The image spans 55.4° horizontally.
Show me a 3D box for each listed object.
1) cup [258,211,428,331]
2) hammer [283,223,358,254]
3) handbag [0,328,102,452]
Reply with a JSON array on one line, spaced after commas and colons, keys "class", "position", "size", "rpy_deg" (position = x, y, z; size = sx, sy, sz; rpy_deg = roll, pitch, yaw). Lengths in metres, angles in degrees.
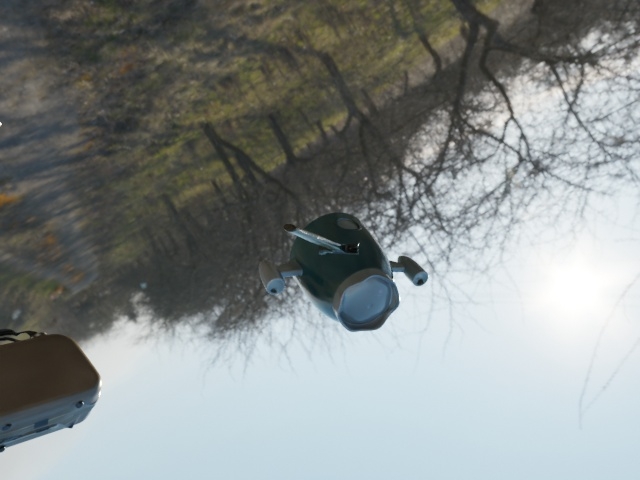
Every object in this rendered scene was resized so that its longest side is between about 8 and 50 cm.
[{"class": "cup", "position": [0.048, 0.064, 1.025], "size": [0.300, 0.167, 0.173], "rpy_deg": [-2, -151, -23]}, {"class": "hammer", "position": [0.000, 0.000, 0.768], "size": [0.062, 0.017, 0.182], "rpy_deg": [2, 172, 21]}, {"class": "handbag", "position": [-0.689, 0.317, 1.392], "size": [0.302, 0.283, 0.149], "rpy_deg": [-11, 143, -45]}]
